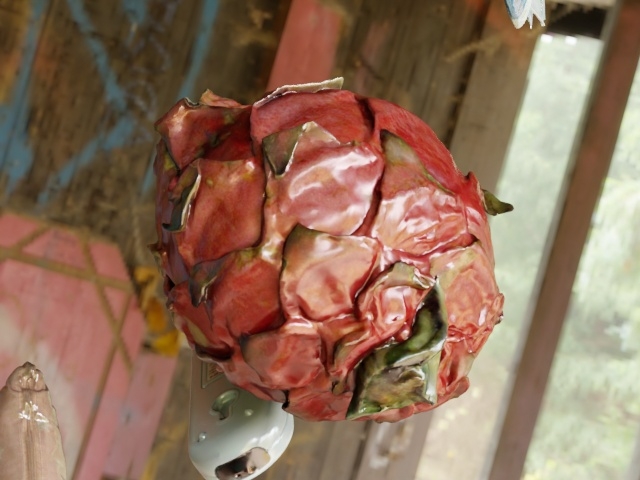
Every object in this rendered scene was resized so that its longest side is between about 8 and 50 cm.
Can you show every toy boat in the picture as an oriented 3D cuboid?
[{"bbox_3d":[0.235,-0.290,1.436,0.034,0.105,0.149,1,11,29],"label":"toy boat"}]

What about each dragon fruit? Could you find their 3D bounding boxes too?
[{"bbox_3d":[0.000,0.000,0.928,0.299,0.244,0.244,46,2,10],"label":"dragon fruit"}]

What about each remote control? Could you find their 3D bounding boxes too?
[{"bbox_3d":[-0.070,0.117,1.085,0.047,0.087,0.244,60,9,-25],"label":"remote control"}]

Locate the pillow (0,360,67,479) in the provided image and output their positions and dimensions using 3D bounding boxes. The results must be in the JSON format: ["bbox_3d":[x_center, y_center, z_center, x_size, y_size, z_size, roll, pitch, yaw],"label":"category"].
[{"bbox_3d":[-0.250,0.240,1.023,0.084,0.223,0.236,9,-36,-21],"label":"pillow"}]
